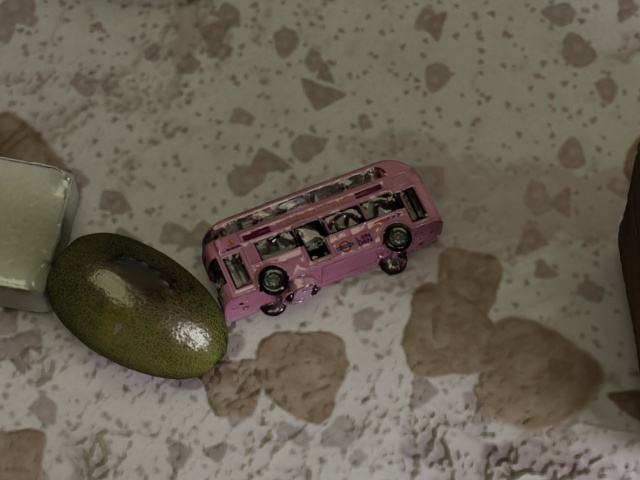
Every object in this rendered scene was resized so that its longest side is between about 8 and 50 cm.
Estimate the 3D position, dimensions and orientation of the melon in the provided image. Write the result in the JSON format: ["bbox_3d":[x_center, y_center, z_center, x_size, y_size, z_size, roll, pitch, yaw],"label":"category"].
[{"bbox_3d":[-0.149,0.057,1.450,0.162,0.099,0.099,32,71,-7],"label":"melon"}]

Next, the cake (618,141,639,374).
[{"bbox_3d":[0.369,0.037,1.373,0.237,0.309,0.230,-6,65,0],"label":"cake"}]

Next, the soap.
[{"bbox_3d":[-0.307,-0.014,1.493,0.183,0.064,0.121,11,69,2],"label":"soap"}]

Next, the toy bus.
[{"bbox_3d":[0.000,0.000,1.500,0.203,0.063,0.090,-21,69,-12],"label":"toy bus"}]
